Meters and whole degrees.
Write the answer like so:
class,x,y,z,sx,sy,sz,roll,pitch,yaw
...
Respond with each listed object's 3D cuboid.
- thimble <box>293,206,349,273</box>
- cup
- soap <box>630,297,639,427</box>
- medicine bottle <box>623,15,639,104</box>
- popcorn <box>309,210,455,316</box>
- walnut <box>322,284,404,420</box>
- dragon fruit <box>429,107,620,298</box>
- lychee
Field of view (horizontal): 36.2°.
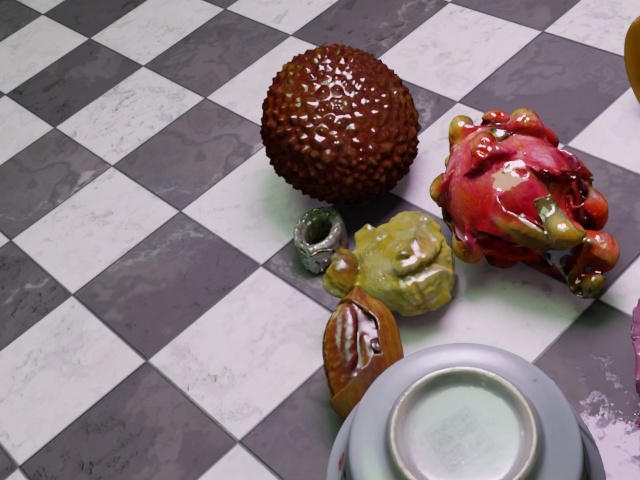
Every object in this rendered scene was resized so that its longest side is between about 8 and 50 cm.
class,x,y,z,sx,sy,sz,roll,pitch,yaw
thimble,0.000,0.000,1.621,0.084,0.062,0.110,-2,45,18
cup,0.170,0.258,1.157,0.347,0.163,0.347,-4,55,5
soap,0.476,0.147,1.205,0.182,0.112,0.289,-5,30,21
medicine bottle,0.643,-0.292,1.545,0.232,0.238,0.238,-27,42,-10
popcorn,0.103,0.039,1.475,0.195,0.173,0.168,-15,55,14
walnut,0.059,0.161,1.372,0.115,0.116,0.207,-7,71,15
dragon fruit,0.306,-0.062,1.447,0.307,0.227,0.243,13,57,29
lychee,0.032,-0.194,1.656,0.275,0.276,0.304,-10,35,12
